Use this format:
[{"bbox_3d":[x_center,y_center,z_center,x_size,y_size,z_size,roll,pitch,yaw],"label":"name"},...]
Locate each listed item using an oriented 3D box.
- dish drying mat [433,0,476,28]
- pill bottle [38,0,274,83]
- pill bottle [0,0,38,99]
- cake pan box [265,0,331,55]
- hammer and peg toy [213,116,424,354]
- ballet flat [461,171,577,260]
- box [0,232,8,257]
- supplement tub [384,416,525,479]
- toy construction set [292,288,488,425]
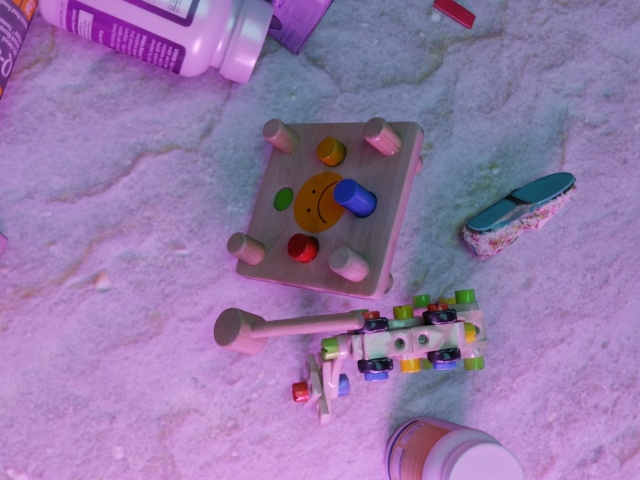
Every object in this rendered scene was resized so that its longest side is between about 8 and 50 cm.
[{"bbox_3d":[0.245,-0.419,1.194,0.083,0.008,0.032,27,75,-12],"label":"dish drying mat"},{"bbox_3d":[-0.228,-0.340,0.946,0.301,0.169,0.169,20,77,-15],"label":"pill bottle"},{"bbox_3d":[-0.488,-0.240,0.852,0.162,0.162,0.279,17,78,-15],"label":"pill bottle"},{"bbox_3d":[-0.087,-0.411,0.950,0.245,0.267,0.070,34,77,-9],"label":"cake pan box"},{"bbox_3d":[0.000,0.000,0.931,0.127,0.265,0.362,31,70,-51],"label":"hammer and peg toy"},{"bbox_3d":[0.350,-0.042,1.153,0.240,0.091,0.077,-26,122,-15],"label":"ballet flat"},{"bbox_3d":[-0.486,0.016,0.781,0.148,0.232,0.127,21,77,-14],"label":"box"},{"bbox_3d":[0.195,0.347,0.977,0.144,0.199,0.145,2,82,-17],"label":"supplement tub"},{"bbox_3d":[0.109,0.156,0.977,0.327,0.215,0.151,-20,89,-15],"label":"toy construction set"}]
